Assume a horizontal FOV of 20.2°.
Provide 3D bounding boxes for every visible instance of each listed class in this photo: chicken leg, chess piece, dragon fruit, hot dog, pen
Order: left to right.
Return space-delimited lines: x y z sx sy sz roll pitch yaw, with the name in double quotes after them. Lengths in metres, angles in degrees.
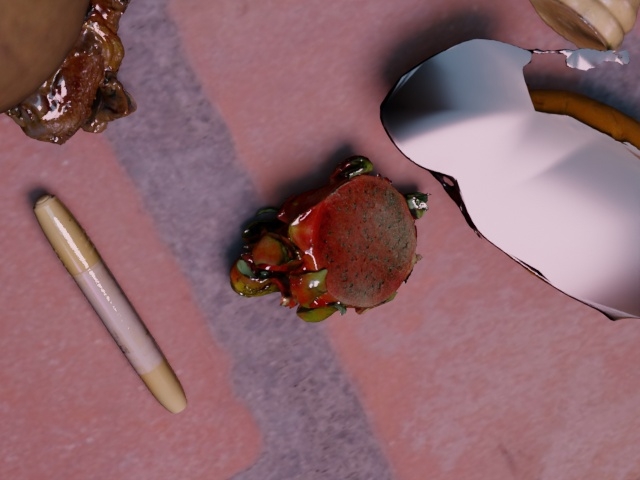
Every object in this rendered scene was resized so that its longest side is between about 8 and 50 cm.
-0.196 -0.174 1.466 0.125 0.080 0.196 11 96 -23 "chicken leg"
-0.180 0.056 1.552 0.032 0.040 0.233 -30 113 0 "pen"
0.000 0.000 1.530 0.175 0.142 0.138 -8 81 23 "dragon fruit"
0.213 -0.064 1.548 0.194 0.107 0.326 -42 100 5 "hot dog"
0.272 -0.256 1.525 0.090 0.090 0.200 41 84 -18 "chess piece"

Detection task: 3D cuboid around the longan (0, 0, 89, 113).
-0.316 -0.204 1.313 0.319 0.319 0.319 -3 106 -9 "longan"
